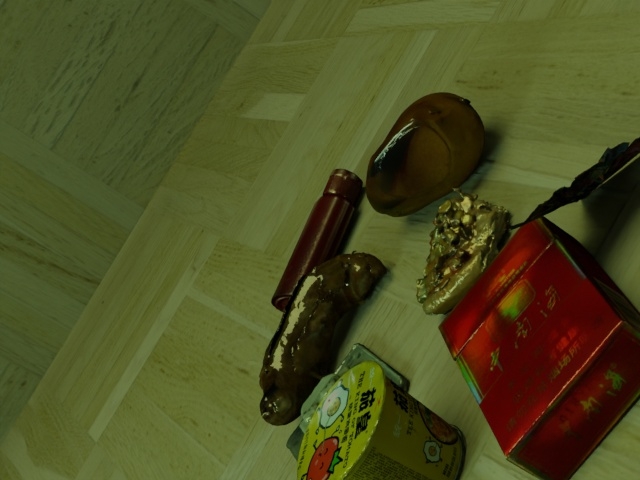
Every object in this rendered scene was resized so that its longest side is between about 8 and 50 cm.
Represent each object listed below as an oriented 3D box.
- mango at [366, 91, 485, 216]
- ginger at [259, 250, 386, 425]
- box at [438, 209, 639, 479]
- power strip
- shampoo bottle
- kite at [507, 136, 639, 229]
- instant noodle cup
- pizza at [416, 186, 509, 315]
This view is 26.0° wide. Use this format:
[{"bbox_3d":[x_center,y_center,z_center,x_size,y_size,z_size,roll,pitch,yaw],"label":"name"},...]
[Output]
[{"bbox_3d":[0.156,-0.127,2.109,0.236,0.136,0.166,-48,8,35],"label":"mango"},{"bbox_3d":[-0.012,0.147,2.128,0.133,0.107,0.309,14,70,48],"label":"ginger"},{"bbox_3d":[0.259,0.115,1.600,0.197,0.089,0.313,-53,21,13],"label":"box"},{"bbox_3d":[0.019,0.242,1.975,0.198,0.064,0.213,-56,20,-1],"label":"power strip"},{"bbox_3d":[0.000,0.000,2.358,0.102,0.064,0.260,-24,37,61],"label":"shampoo bottle"},{"bbox_3d":[0.346,-0.082,1.673,0.321,0.016,0.234,-32,-13,-9],"label":"kite"},{"bbox_3d":[0.079,0.260,1.707,0.182,0.144,0.182,-47,23,28],"label":"instant noodle cup"},{"bbox_3d":[0.194,-0.002,1.933,0.147,0.069,0.226,-35,30,49],"label":"pizza"}]
